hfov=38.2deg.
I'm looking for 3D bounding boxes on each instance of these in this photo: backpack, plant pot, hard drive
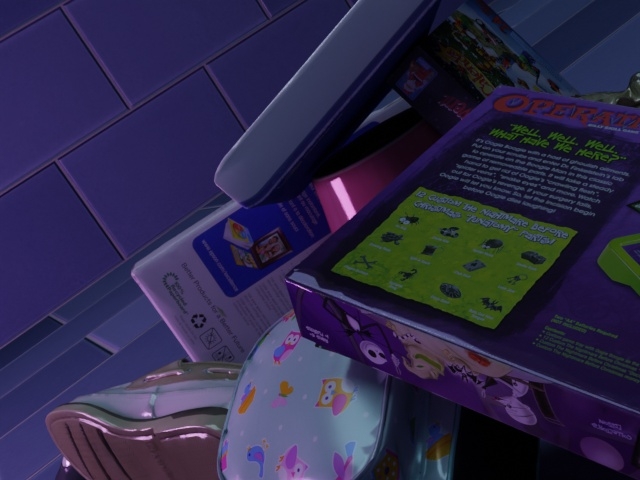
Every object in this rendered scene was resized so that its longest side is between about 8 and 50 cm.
[{"bbox_3d":[0.023,0.118,0.532,0.188,0.144,0.166,-33,34,43],"label":"backpack"},{"bbox_3d":[0.093,-0.013,0.804,0.201,0.180,0.201,-30,12,7],"label":"plant pot"},{"bbox_3d":[0.016,-0.118,0.776,0.210,0.040,0.318,-49,0,5],"label":"hard drive"}]

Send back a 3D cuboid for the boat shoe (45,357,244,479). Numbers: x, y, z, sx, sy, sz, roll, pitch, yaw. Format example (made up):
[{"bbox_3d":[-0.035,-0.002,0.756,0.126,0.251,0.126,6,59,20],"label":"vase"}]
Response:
[{"bbox_3d":[-0.134,0.172,0.849,0.302,0.113,0.103,-7,26,42],"label":"boat shoe"}]

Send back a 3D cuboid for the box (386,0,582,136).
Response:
[{"bbox_3d":[0.178,-0.094,0.775,0.044,0.233,0.159,-46,2,38],"label":"box"}]

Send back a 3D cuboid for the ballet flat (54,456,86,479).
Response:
[{"bbox_3d":[-0.224,0.207,1.005,0.203,0.074,0.074,-36,13,-14],"label":"ballet flat"}]

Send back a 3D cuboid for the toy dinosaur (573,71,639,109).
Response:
[{"bbox_3d":[0.276,-0.091,0.601,0.268,0.064,0.118,0,-8,-8],"label":"toy dinosaur"}]

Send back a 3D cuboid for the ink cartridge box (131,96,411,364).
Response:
[{"bbox_3d":[0.000,0.000,0.994,0.371,0.175,0.069,-33,11,-1],"label":"ink cartridge box"}]

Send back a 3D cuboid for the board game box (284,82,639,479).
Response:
[{"bbox_3d":[0.179,0.021,0.405,0.347,0.056,0.208,19,50,38],"label":"board game box"}]
